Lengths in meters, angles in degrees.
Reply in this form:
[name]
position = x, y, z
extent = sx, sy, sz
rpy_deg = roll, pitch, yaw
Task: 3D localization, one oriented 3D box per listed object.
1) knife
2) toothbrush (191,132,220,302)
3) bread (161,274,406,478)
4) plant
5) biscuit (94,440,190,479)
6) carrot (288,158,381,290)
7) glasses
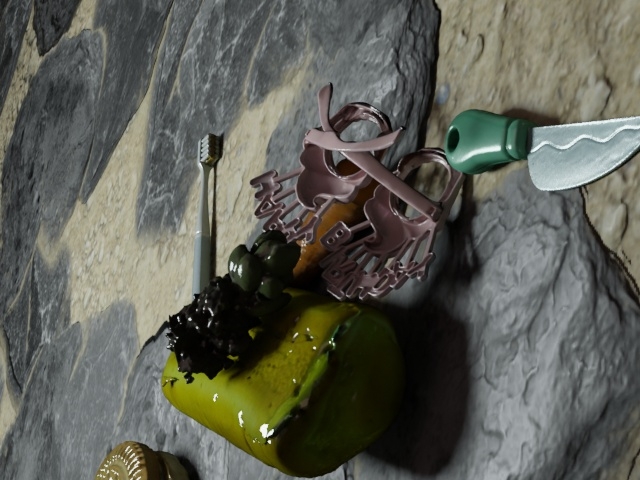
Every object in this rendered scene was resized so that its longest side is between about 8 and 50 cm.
[knife]
position = 0.175, -0.071, 1.221
extent = 0.260, 0.035, 0.063
rpy_deg = 11, 91, 63
[toothbrush]
position = -0.143, 0.015, 1.893
extent = 0.030, 0.025, 0.342
rpy_deg = -41, 41, 50
[bread]
position = -0.036, 0.127, 1.465
extent = 0.166, 0.112, 0.383
rpy_deg = -57, 22, -9
[plant]
position = -0.075, 0.056, 1.404
extent = 0.174, 0.087, 0.085
rpy_deg = -49, 51, 22
[biscuit]
position = -0.224, 0.361, 1.811
extent = 0.259, 0.079, 0.259
rpy_deg = -47, 35, 49
[carrot]
position = 0.000, 0.000, 1.546
extent = 0.209, 0.061, 0.061
rpy_deg = 126, 149, -48
[glasses]
position = 0.021, -0.044, 1.377
extent = 0.162, 0.095, 0.255
rpy_deg = -56, 42, 3
